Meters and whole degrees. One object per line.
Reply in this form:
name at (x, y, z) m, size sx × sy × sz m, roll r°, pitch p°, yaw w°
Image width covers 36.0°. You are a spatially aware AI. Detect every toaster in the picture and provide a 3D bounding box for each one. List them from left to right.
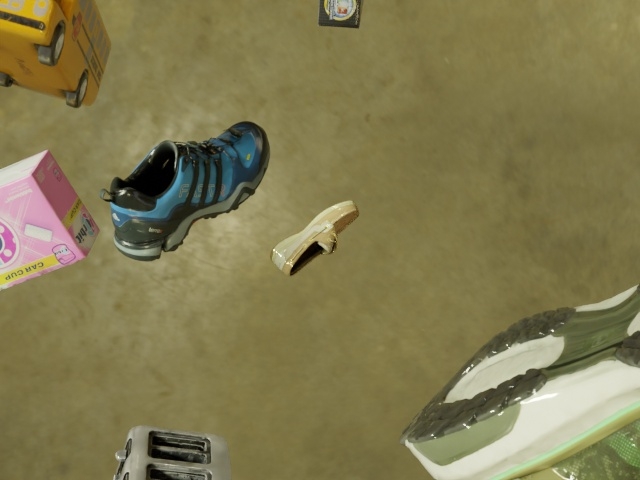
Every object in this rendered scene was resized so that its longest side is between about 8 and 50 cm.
toaster at (-0.212, 0.369, 1.433) m, size 0.185 × 0.168 × 0.110 m, roll 10°, pitch 116°, yaw -12°

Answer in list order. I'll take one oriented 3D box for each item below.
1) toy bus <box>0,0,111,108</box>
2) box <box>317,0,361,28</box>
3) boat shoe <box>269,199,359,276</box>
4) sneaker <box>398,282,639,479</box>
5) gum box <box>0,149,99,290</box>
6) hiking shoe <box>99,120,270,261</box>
toy bus at (-0.330, -0.249, 1.172) m, size 0.108 × 0.333 × 0.130 m, roll 16°, pitch 82°, yaw -3°
box at (0.038, -0.432, 1.402) m, size 0.060 × 0.270 × 0.216 m, roll 5°, pitch 111°, yaw 2°
boat shoe at (0.000, 0.000, 1.291) m, size 0.135 × 0.050 × 0.045 m, roll -36°, pitch 60°, yaw -5°
sneaker at (0.249, 0.115, 0.617) m, size 0.410 × 0.158 × 0.182 m, roll -27°, pitch 104°, yaw 46°
gum box at (-0.349, -0.008, 1.051) m, size 0.188 × 0.062 × 0.107 m, roll -20°, pitch 117°, yaw 15°
hiking shoe at (-0.180, -0.098, 1.423) m, size 0.113 × 0.132 × 0.304 m, roll 24°, pitch 51°, yaw 28°
